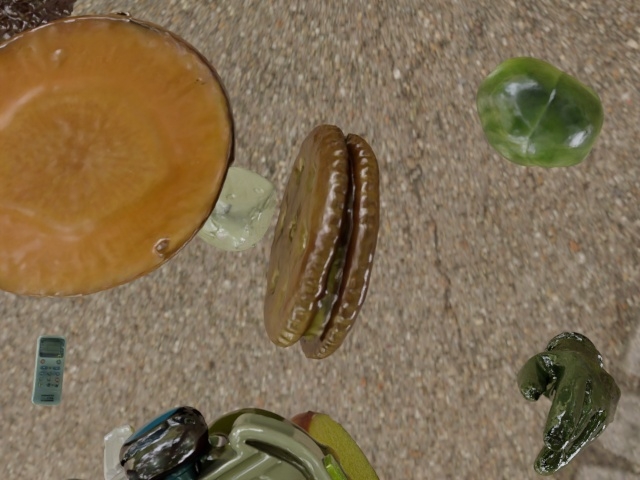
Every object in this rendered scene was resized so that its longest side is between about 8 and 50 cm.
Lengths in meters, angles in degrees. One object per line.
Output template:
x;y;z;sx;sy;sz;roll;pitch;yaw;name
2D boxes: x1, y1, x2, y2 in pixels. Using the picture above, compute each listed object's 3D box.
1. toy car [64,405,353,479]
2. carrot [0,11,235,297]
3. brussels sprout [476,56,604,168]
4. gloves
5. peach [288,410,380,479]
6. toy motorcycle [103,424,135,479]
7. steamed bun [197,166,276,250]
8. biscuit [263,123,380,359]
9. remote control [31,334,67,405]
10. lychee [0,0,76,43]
-0.088;0.219;0.757;0.248;0.198;0.204;-32;92;0;toy car
-0.227;-0.078;1.010;0.307;0.100;0.258;-26;90;-5;carrot
0.242;-0.140;1.231;0.155;0.155;0.117;25;97;-9;brussels sprout
0.297;0.182;1.310;0.135;0.268;0.107;39;119;0;gloves
-0.004;0.405;1.593;0.274;0.249;0.245;47;130;13;peach
-0.237;0.402;1.514;0.108;0.340;0.223;-26;132;-1;toy motorcycle
-0.121;-0.038;1.435;0.112;0.130;0.091;22;125;7;steamed bun
0.000;0.000;1.030;0.066;0.220;0.220;13;112;-12;biscuit
-0.475;0.227;1.918;0.053;0.018;0.124;6;91;-23;remote control
-0.401;-0.349;1.258;0.276;0.304;0.275;-10;111;-29;lychee
